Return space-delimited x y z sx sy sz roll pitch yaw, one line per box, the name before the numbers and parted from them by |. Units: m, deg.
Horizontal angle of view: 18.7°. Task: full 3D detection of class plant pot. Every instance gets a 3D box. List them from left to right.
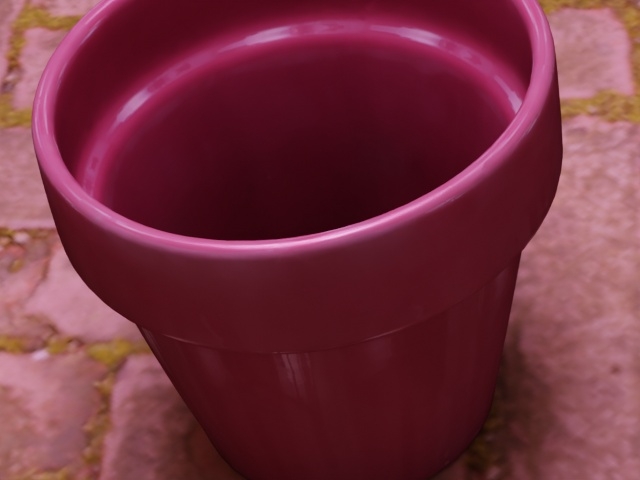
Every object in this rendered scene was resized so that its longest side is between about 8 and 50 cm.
plant pot | 0.000 0.000 0.781 0.201 0.180 0.201 -5 43 5
